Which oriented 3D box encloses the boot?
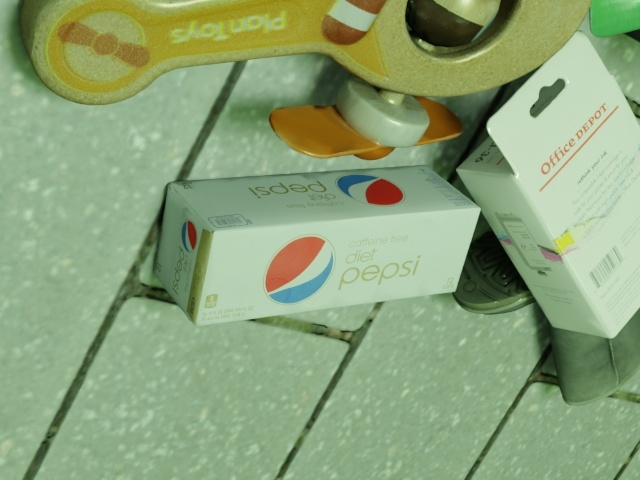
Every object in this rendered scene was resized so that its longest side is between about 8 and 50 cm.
[{"bbox_3d":[0.201,0.064,1.039,0.189,0.076,0.209,-27,139,-14],"label":"boot"}]

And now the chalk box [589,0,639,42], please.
[{"bbox_3d":[0.308,-0.217,0.832,0.289,0.179,0.180,-26,131,-19],"label":"chalk box"}]

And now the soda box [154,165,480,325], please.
[{"bbox_3d":[0.000,0.000,0.844,0.216,0.069,0.074,-5,123,-32],"label":"soda box"}]

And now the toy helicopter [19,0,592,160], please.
[{"bbox_3d":[0.002,-0.132,0.741,0.355,0.140,0.235,-12,136,-16],"label":"toy helicopter"}]

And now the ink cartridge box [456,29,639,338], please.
[{"bbox_3d":[0.179,-0.041,0.890,0.115,0.067,0.198,-45,117,-21],"label":"ink cartridge box"}]
